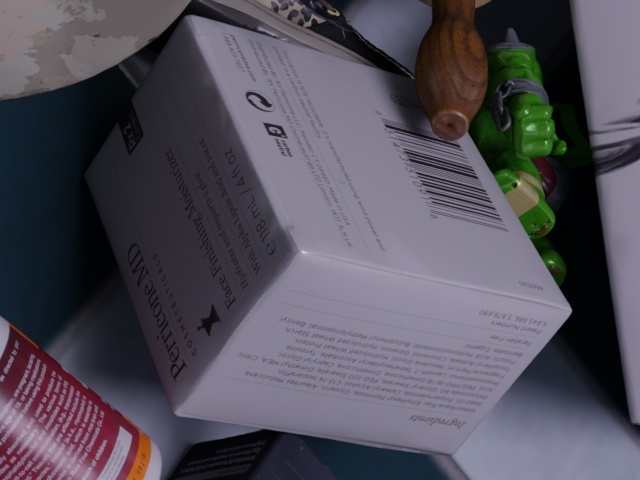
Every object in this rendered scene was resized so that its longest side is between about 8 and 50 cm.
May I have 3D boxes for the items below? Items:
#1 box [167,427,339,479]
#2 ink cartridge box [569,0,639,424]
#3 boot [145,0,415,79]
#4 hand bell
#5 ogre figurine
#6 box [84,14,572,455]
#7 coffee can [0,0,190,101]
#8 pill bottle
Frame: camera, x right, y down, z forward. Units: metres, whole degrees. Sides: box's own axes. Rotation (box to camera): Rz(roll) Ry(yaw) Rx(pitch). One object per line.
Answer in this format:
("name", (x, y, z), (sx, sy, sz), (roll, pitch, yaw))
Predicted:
("box", (-0.031, 0.206, 0.985), (0.156, 0.093, 0.158), (48, 54, -18))
("ink cartridge box", (0.267, -0.080, 1.186), (0.285, 0.166, 0.395), (20, 61, -67))
("boot", (-0.023, -0.170, 1.103), (0.236, 0.085, 0.179), (26, 60, -33))
("hand bell", (0.074, -0.133, 1.086), (0.126, 0.126, 0.242), (39, 33, -24))
("ogre figurine", (0.113, -0.034, 1.141), (0.118, 0.096, 0.197), (-90, 159, -44))
("box", (0.000, 0.000, 1.000), (0.182, 0.119, 0.181), (12, 37, -36))
("coffee can", (-0.160, -0.227, 0.830), (0.201, 0.201, 0.275), (16, 48, -35))
("pill bottle", (-0.156, 0.087, 0.920), (0.152, 0.086, 0.086), (43, 55, -23))
